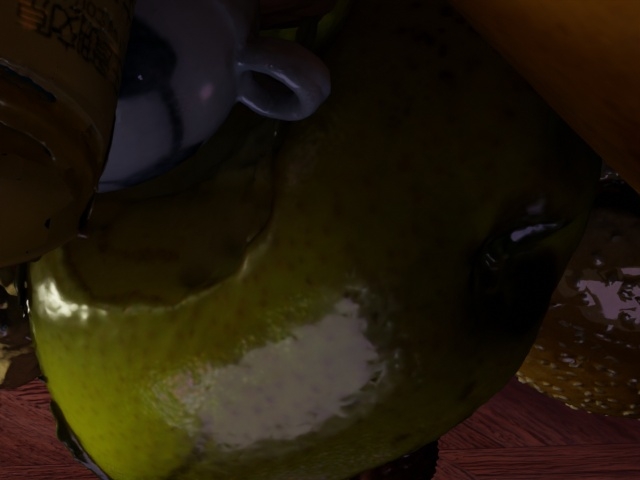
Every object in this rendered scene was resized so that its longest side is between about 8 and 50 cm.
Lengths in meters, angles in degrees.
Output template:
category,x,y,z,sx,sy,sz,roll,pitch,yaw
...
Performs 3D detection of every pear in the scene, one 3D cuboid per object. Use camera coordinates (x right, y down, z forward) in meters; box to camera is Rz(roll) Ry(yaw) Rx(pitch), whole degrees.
category,x,y,z,sx,sy,sz,roll,pitch,yaw
pear,0.000,0.000,0.768,0.255,0.238,0.164,-8,147,40

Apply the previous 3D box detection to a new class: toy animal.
category,x,y,z,sx,sy,sz,roll,pitch,yaw
toy animal,-0.213,0.049,1.161,0.103,0.101,0.219,16,157,-12

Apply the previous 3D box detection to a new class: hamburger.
category,x,y,z,sx,sy,sz,roll,pitch,yaw
hamburger,0.167,0.017,0.902,0.189,0.122,0.215,9,156,6

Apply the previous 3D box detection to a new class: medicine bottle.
category,x,y,z,sx,sy,sz,roll,pitch,yaw
medicine bottle,-0.114,-0.106,0.547,0.124,0.239,0.124,4,160,2

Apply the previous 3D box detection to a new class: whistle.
category,x,y,z,sx,sy,sz,roll,pitch,yaw
whistle,-0.133,-0.104,0.694,0.289,0.163,0.163,18,159,7

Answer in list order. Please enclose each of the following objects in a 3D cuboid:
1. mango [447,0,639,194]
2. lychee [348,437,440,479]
category,x,y,z,sx,sy,sz,roll,pitch,yaw
mango,0.162,-0.104,0.480,0.378,0.221,0.264,26,158,-17
lychee,-0.004,0.142,1.215,0.188,0.188,0.188,8,158,3
